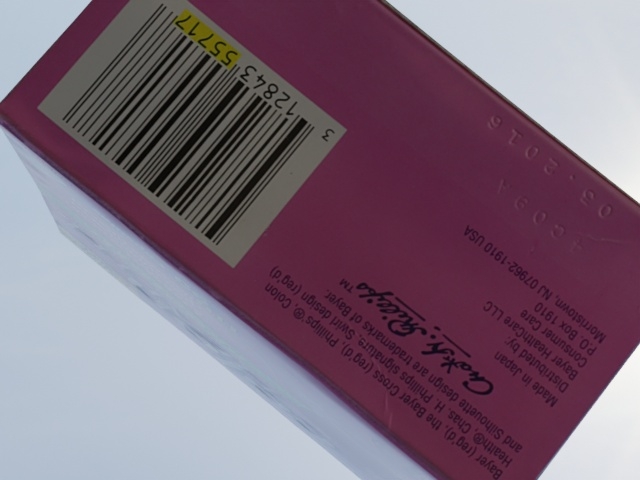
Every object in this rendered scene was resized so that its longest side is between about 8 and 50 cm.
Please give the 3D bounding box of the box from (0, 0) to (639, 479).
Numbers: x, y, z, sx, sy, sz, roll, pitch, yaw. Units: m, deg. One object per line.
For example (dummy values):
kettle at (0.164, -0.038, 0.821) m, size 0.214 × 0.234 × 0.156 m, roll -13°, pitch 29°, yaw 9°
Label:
box at (0.000, 0.000, 0.584) m, size 0.213 × 0.117 × 0.243 m, roll 39°, pitch 171°, yaw 1°
